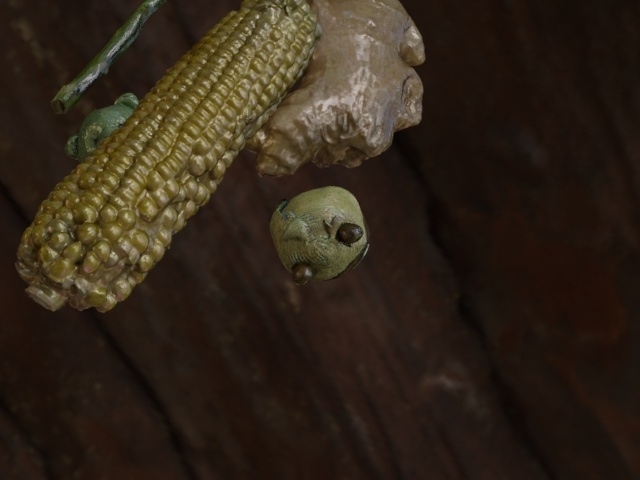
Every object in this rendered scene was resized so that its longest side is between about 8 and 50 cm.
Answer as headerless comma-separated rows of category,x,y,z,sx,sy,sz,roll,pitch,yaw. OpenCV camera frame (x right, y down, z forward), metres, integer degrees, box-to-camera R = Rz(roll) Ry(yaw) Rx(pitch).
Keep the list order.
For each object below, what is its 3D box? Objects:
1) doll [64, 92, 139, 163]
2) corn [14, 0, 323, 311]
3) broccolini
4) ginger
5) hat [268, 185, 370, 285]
doll,-0.191,-0.078,1.664,0.150,0.115,0.077,49,-6,6
corn,-0.100,-0.061,1.104,0.086,0.288,0.086,33,-23,16
broccolini,-0.155,-0.210,1.465,0.071,0.254,0.057,34,-27,0
ginger,0.021,-0.125,1.369,0.137,0.213,0.074,18,-39,2
hat,0.000,0.001,1.317,0.059,0.077,0.076,-96,163,-61
